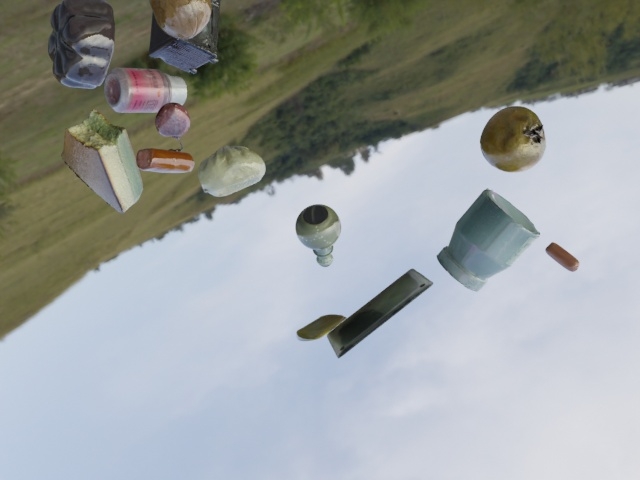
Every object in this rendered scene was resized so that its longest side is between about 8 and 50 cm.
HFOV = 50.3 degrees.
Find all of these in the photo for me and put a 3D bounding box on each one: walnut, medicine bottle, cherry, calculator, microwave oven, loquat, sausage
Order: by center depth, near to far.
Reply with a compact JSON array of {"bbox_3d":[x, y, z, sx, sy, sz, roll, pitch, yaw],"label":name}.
[{"bbox_3d":[-0.274,-0.141,1.218,0.041,0.039,0.131,-11,178,27],"label":"sausage"},{"bbox_3d":[0.545,0.037,1.536,0.034,0.034,0.083,-34,-119,-25],"label":"sausage"},{"bbox_3d":[-0.377,-0.646,1.828,0.168,0.207,0.167,-15,-172,2],"label":"walnut"},{"bbox_3d":[-0.463,-0.338,2.113,0.107,0.090,0.225,-20,150,-32],"label":"cherry"},{"bbox_3d":[0.614,-0.317,2.150,0.213,0.213,0.213,-21,-160,8],"label":"loquat"},{"bbox_3d":[-0.563,-0.486,2.214,0.147,0.147,0.247,-4,-174,45],"label":"medicine bottle"},{"bbox_3d":[-0.445,-0.719,2.283,0.188,0.247,0.178,-12,162,40],"label":"microwave oven"},{"bbox_3d":[0.003,0.290,2.285,0.157,0.033,0.236,-28,-174,-23],"label":"calculator"},{"bbox_3d":[0.559,0.007,2.324,0.290,0.245,0.245,-51,-169,20],"label":"medicine bottle"}]

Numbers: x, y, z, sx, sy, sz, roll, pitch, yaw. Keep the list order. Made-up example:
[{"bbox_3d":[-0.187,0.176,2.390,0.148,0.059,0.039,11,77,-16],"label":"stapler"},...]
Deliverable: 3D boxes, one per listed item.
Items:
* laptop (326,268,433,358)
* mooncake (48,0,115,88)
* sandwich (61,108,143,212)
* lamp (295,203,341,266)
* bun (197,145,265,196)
[{"bbox_3d":[0.130,0.162,1.566,0.269,0.015,0.187,-38,-170,-1],"label":"laptop"},{"bbox_3d":[-0.633,-0.527,1.812,0.134,0.244,0.245,-4,-176,-37],"label":"mooncake"},{"bbox_3d":[-0.536,-0.201,1.723,0.108,0.220,0.186,-47,-178,-34],"label":"sandwich"},{"bbox_3d":[0.000,0.000,1.373,0.091,0.163,0.090,-4,-128,5],"label":"lamp"},{"bbox_3d":[-0.328,-0.266,2.498,0.260,0.159,0.259,-20,178,-1],"label":"bun"}]
